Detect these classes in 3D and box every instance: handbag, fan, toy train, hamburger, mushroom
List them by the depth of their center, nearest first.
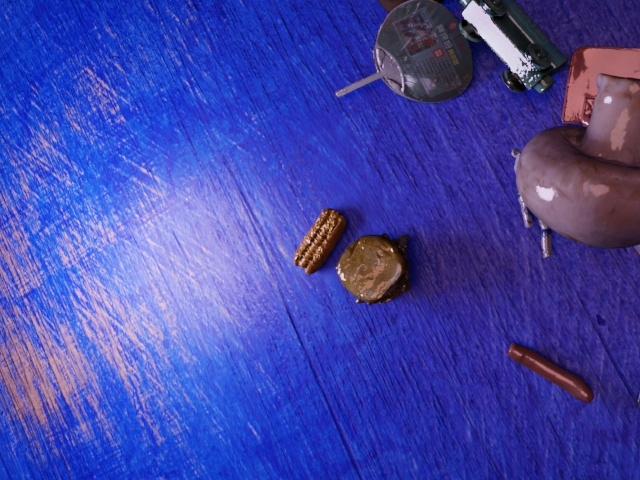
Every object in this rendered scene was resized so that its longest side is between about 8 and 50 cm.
[{"bbox_3d":[0.500,-0.141,1.185,0.297,0.297,0.290,15,118,20],"label":"mushroom"},{"bbox_3d":[0.583,-0.286,1.296,0.212,0.059,0.158,9,95,20],"label":"handbag"},{"bbox_3d":[0.381,-0.400,1.326,0.248,0.159,0.101,51,140,6],"label":"toy train"},{"bbox_3d":[0.171,-0.391,1.401,0.294,0.012,0.223,7,129,13],"label":"fan"},{"bbox_3d":[0.127,0.054,1.454,0.185,0.131,0.159,-46,68,10],"label":"hamburger"}]

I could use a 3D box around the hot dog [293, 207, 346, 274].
[{"bbox_3d":[0.000,0.000,1.538,0.071,0.045,0.165,38,105,17],"label":"hot dog"}]

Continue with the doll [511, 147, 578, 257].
[{"bbox_3d":[0.448,-0.086,1.360,0.113,0.057,0.228,-24,86,3],"label":"doll"}]

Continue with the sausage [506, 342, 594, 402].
[{"bbox_3d":[0.467,0.266,1.373,0.186,0.043,0.043,31,103,18],"label":"sausage"}]

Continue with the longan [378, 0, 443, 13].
[{"bbox_3d":[0.192,-0.547,1.377,0.189,0.189,0.189,1,93,21],"label":"longan"}]

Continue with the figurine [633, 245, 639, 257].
[{"bbox_3d":[0.720,0.001,1.209,0.226,0.183,0.160,-34,89,6],"label":"figurine"}]

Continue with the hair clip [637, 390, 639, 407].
[{"bbox_3d":[0.678,0.237,1.295,0.066,0.036,0.229,26,107,23],"label":"hair clip"}]
